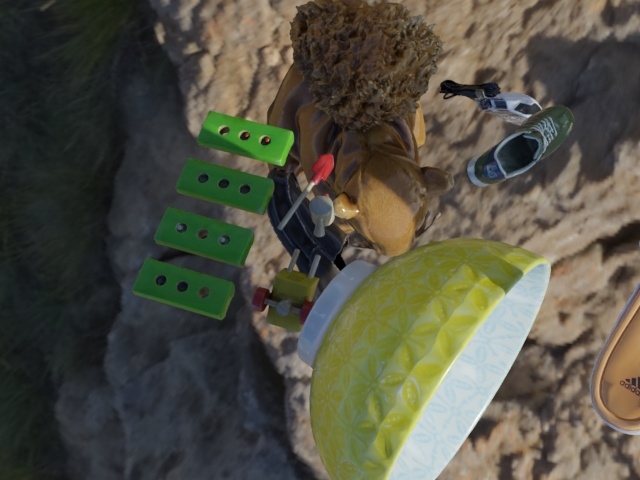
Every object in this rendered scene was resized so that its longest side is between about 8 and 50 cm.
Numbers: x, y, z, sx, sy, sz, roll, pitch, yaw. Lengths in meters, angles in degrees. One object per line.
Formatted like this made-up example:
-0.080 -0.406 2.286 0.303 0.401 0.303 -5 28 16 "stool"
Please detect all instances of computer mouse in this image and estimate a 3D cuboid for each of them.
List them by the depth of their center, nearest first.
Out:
0.289 -0.224 1.829 0.106 0.193 0.042 4 82 49 "computer mouse"

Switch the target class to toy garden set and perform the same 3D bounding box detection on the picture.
-0.075 -0.014 1.321 0.204 0.049 0.244 15 67 13 "toy garden set"

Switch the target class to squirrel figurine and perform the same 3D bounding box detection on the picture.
0.062 -0.175 1.781 0.281 0.370 0.396 -8 126 -5 "squirrel figurine"

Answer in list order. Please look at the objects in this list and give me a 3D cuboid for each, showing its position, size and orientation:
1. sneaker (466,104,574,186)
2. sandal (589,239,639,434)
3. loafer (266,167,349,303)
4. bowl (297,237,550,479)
0.305 -0.138 1.651 0.192 0.086 0.064 -33 97 -17 "sneaker"
0.276 0.029 0.837 0.102 0.076 0.265 30 100 29 "sandal"
0.000 0.000 1.474 0.078 0.080 0.220 -24 97 17 "loafer"
0.074 0.104 1.071 0.156 0.289 0.289 32 114 20 "bowl"
